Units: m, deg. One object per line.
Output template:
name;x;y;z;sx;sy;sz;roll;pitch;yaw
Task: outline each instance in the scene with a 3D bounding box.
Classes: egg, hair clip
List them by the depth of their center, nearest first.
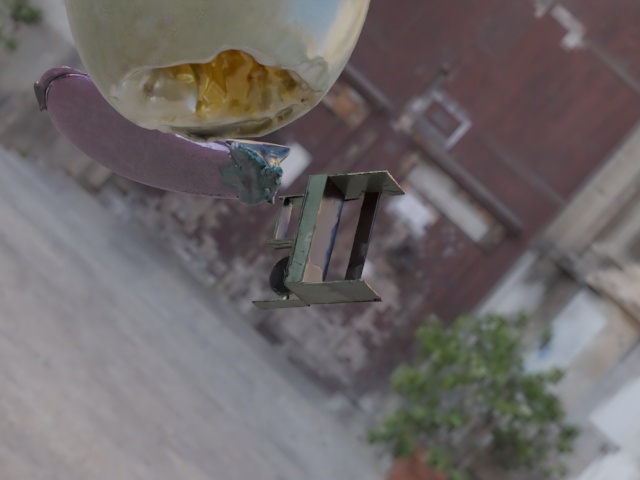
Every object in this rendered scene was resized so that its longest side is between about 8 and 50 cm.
egg;-0.089;-0.268;1.605;0.278;0.336;0.278;1;-19;0
hair clip;-0.204;-0.124;2.274;0.359;0.095;0.110;16;-15;13

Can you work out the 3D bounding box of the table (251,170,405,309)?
table;0.000;0.000;2.100;0.175;0.146;0.062;-4;-31;30
